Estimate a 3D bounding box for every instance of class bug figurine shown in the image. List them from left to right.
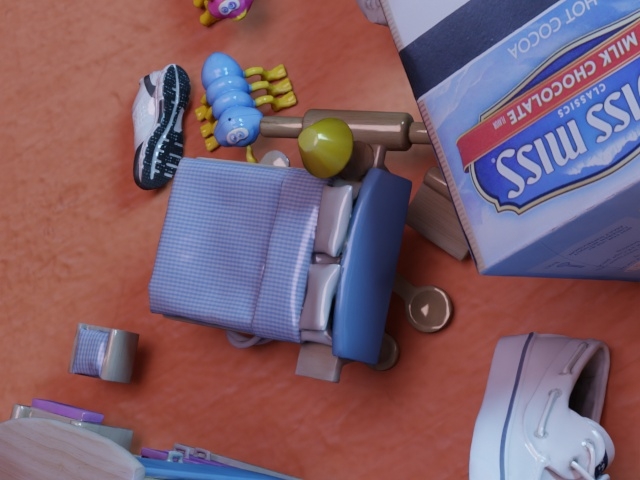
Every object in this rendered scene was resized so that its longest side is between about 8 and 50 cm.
[{"bbox_3d":[-0.009,-0.197,1.489,0.279,0.072,0.216,-31,61,13],"label":"bug figurine"}]

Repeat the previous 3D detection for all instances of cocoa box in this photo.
[{"bbox_3d":[0.253,-0.142,1.184,0.347,0.231,0.228,-32,67,36],"label":"cocoa box"}]

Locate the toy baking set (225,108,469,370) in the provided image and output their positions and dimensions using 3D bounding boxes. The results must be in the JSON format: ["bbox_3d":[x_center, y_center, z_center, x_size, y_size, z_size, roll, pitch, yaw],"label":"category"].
[{"bbox_3d":[0.002,-0.007,1.412,0.256,0.030,0.197,8,86,21],"label":"toy baking set"}]

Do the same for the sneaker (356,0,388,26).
[{"bbox_3d":[0.086,-0.288,1.392,0.127,0.126,0.321,8,53,-17],"label":"sneaker"}]

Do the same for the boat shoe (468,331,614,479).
[{"bbox_3d":[0.151,0.142,1.222,0.084,0.095,0.258,-8,35,17],"label":"boat shoe"}]

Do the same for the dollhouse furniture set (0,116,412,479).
[{"bbox_3d":[-0.124,0.041,1.337,0.286,0.198,0.303,10,85,38],"label":"dollhouse furniture set"}]

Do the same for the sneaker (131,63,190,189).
[{"bbox_3d":[-0.138,-0.092,1.538,0.043,0.040,0.109,-6,65,41],"label":"sneaker"}]
